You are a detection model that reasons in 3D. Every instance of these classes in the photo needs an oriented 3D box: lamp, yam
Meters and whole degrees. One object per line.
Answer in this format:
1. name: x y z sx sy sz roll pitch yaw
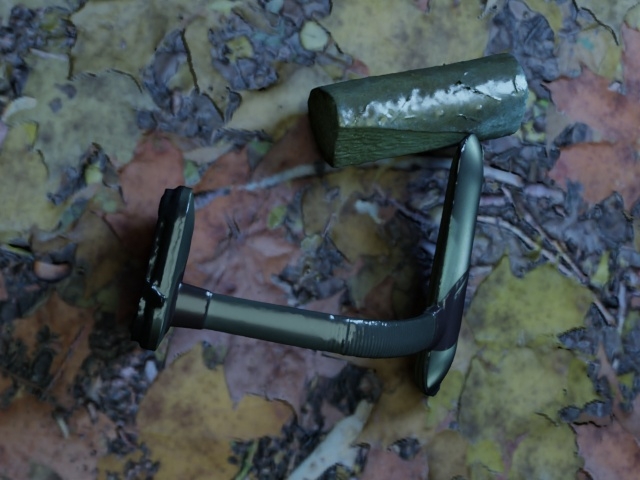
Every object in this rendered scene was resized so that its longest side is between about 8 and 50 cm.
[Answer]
1. lamp: 0.004 0.001 1.325 0.283 0.124 0.203 11 89 -21
2. yam: 0.077 -0.100 1.396 0.169 0.068 0.068 -13 93 -22
